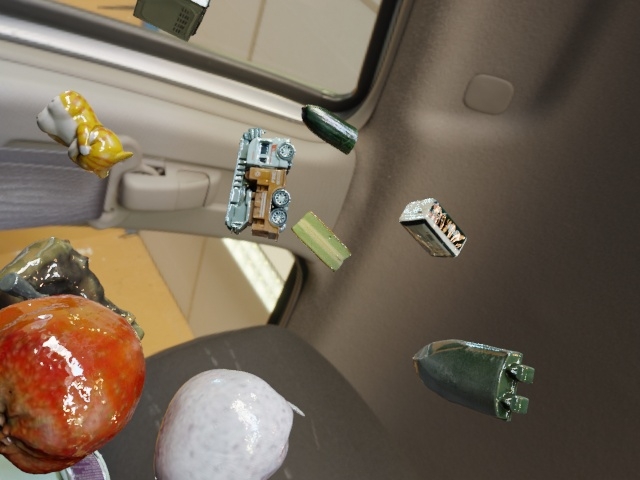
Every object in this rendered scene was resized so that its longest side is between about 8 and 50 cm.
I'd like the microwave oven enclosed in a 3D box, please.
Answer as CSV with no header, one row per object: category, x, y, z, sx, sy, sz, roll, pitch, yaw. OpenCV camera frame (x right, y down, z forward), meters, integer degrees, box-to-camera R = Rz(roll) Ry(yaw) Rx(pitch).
microwave oven,-0.262,-0.524,1.009,0.162,0.122,0.208,-16,-122,62

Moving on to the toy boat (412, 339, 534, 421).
toy boat,0.321,0.297,1.176,0.320,0.092,0.141,0,-107,58

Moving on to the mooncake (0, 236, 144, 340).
mooncake,-0.690,0.202,1.406,0.393,0.246,0.394,11,-61,5

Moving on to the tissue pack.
tissue pack,0.310,-0.031,1.438,0.103,0.090,0.170,-3,-41,51

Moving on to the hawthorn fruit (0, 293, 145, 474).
hawthorn fruit,-0.422,0.211,0.883,0.287,0.330,0.287,7,-66,17

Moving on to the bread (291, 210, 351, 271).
bread,0.003,0.003,1.330,0.074,0.084,0.139,-44,-114,0

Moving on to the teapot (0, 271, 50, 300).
teapot,-0.600,0.106,1.072,0.043,0.043,0.110,47,-8,32

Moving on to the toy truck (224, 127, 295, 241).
toy truck,-0.178,-0.178,1.570,0.133,0.185,0.338,129,-33,-78

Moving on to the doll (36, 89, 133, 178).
doll,-0.727,-0.325,1.590,0.167,0.162,0.269,-30,-81,25

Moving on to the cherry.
cherry,-0.218,0.458,1.208,0.326,0.335,0.291,-21,-64,24

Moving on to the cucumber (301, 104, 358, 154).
cucumber,0.013,-0.187,0.860,0.048,0.105,0.048,-52,-161,26

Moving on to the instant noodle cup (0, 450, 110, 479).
instant noodle cup,-0.565,0.501,0.956,0.339,0.340,0.266,63,-27,15
